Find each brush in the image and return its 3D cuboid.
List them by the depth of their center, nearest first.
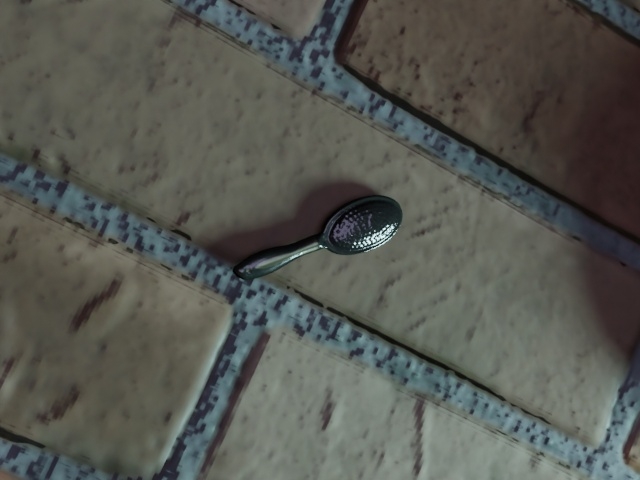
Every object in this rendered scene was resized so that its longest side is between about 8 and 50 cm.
[{"bbox_3d":[0.000,0.000,0.523,0.083,0.008,0.024,-20,101,-21],"label":"brush"}]
